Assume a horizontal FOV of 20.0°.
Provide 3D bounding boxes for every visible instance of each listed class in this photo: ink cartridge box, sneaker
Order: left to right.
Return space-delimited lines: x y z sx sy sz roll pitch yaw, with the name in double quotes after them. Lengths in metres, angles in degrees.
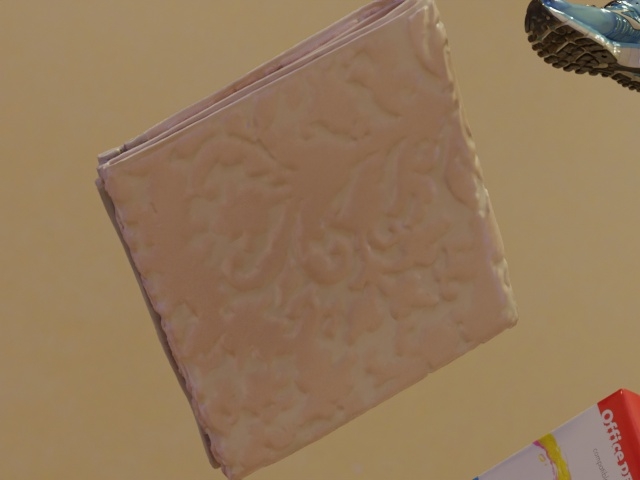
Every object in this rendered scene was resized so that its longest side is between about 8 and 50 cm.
0.207 0.204 1.335 0.231 0.134 0.078 -37 -41 25 "ink cartridge box"
0.242 -0.180 1.550 0.162 0.073 0.063 17 -21 -29 "sneaker"

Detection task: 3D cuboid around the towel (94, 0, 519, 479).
0.000 0.000 1.498 0.053 0.317 0.331 35 -31 54 "towel"
